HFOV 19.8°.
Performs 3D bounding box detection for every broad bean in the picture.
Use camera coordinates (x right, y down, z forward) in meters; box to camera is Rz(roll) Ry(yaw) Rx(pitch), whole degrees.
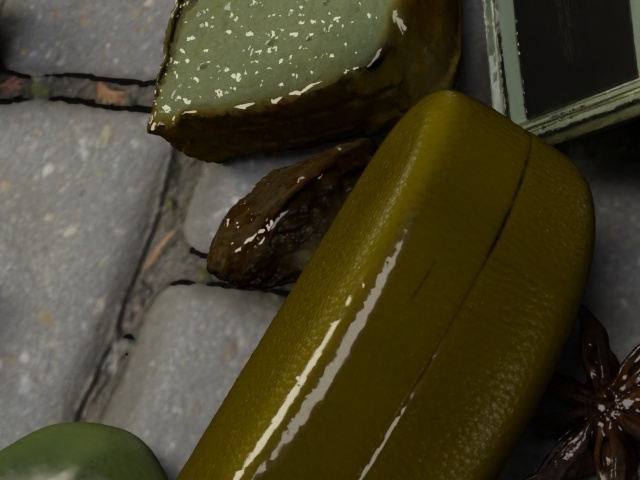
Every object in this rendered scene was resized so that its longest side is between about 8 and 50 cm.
[{"bbox_3d":[-0.174,0.215,1.147,0.169,0.100,0.228,-5,60,15],"label":"broad bean"}]

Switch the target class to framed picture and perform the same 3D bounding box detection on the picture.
[{"bbox_3d":[0.139,-0.205,1.084,0.018,0.231,0.293,-3,84,-19],"label":"framed picture"}]

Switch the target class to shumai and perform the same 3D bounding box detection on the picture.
[{"bbox_3d":[-0.010,-0.003,1.199,0.123,0.139,0.105,-21,86,46],"label":"shumai"}]

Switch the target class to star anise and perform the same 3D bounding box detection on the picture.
[{"bbox_3d":[0.175,0.102,1.076,0.141,0.042,0.141,-19,54,28],"label":"star anise"}]

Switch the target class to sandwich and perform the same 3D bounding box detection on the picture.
[{"bbox_3d":[0.000,-0.184,1.286,0.226,0.087,0.251,-11,59,33],"label":"sandwich"}]

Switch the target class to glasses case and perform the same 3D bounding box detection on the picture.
[{"bbox_3d":[0.035,0.094,1.065,0.141,0.173,0.371,32,82,-9],"label":"glasses case"}]
